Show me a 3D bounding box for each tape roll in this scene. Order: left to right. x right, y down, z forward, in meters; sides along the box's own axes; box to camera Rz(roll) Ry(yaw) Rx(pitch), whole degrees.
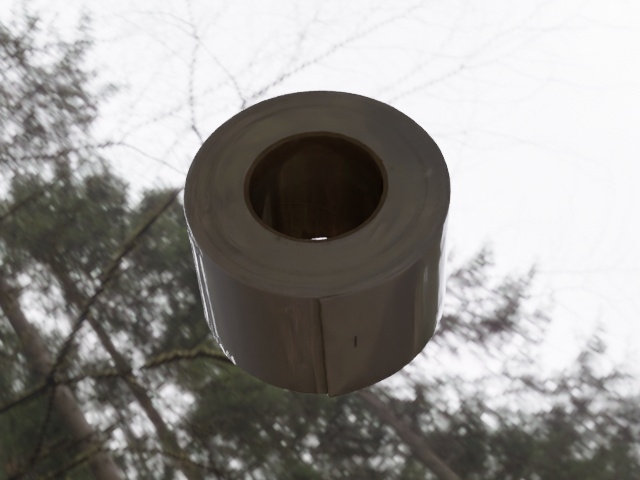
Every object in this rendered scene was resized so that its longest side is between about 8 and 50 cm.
[{"bbox_3d":[0.000,0.000,1.307,0.246,0.246,0.169,-25,-35,-16],"label":"tape roll"}]
